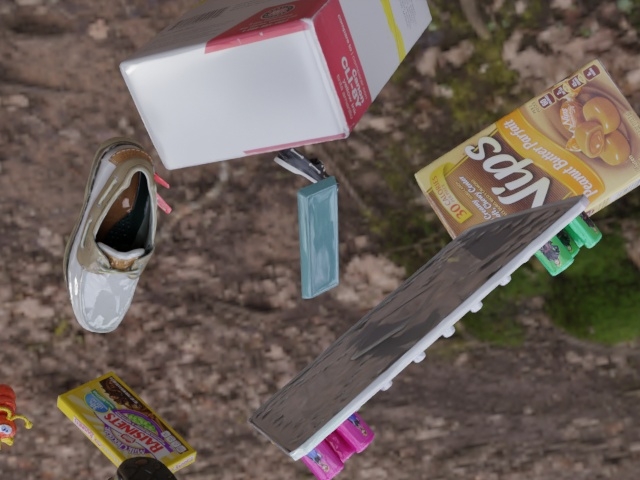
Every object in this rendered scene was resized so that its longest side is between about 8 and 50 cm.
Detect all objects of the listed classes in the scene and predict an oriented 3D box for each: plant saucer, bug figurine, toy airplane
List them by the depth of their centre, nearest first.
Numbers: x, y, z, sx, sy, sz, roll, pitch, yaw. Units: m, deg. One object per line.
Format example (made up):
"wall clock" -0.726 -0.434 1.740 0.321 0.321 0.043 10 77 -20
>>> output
"bug figurine" -0.498 0.155 1.437 0.072 0.216 0.279 -42 131 20
"plant saucer" 0.000 0.000 1.617 0.067 0.192 0.018 -24 -139 -29
"toy airplane" -0.323 -0.111 2.040 0.028 0.151 0.151 -51 179 -16

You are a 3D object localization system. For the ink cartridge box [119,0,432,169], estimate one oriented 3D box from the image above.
"ink cartridge box" -0.042 -0.268 1.484 0.279 0.160 0.385 -8 -152 28

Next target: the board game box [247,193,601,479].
"board game box" 0.100 0.107 1.248 0.390 0.050 0.390 -40 -177 -10

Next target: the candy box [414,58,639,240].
"candy box" 0.320 -0.100 1.623 0.316 0.183 0.087 -32 166 3

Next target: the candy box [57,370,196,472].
"candy box" -0.291 0.282 1.656 0.105 0.206 0.027 -25 141 -42

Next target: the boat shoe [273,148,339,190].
"boat shoe" -0.016 -0.116 1.750 0.125 0.038 0.046 26 -172 -28

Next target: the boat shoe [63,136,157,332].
"boat shoe" -0.301 0.008 1.597 0.113 0.302 0.103 0 -156 -26

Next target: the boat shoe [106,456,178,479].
"boat shoe" -0.197 0.451 1.493 0.120 0.324 0.122 -42 161 22
